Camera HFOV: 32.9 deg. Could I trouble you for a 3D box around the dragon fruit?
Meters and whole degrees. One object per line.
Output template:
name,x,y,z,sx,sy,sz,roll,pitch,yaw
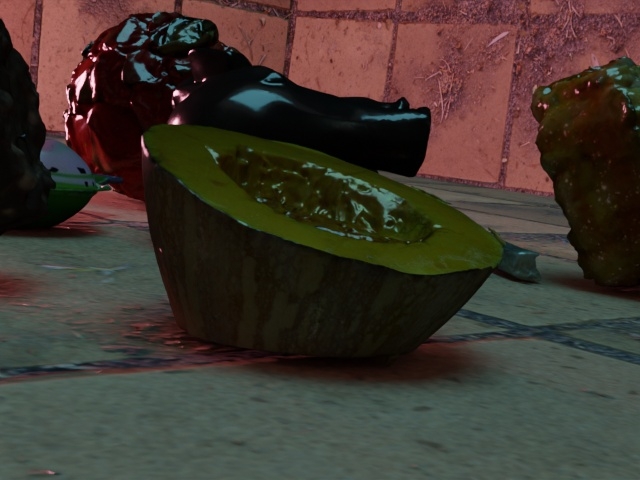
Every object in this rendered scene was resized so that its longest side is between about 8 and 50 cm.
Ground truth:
dragon fruit,-0.199,-0.162,1.365,0.244,0.244,0.299,1,-10,-43

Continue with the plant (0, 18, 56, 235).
plant,-0.307,-0.048,0.655,0.274,0.149,0.146,-11,-33,-10

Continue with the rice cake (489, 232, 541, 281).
rice cake,0.185,0.014,1.112,0.042,0.030,0.180,8,7,-11

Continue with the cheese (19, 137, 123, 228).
cheese,-0.289,-0.063,1.046,0.204,0.083,0.320,8,7,10

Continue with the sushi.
sushi,0.314,-0.049,1.067,0.139,0.274,0.184,-23,-18,38

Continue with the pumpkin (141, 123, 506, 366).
pumpkin,-0.011,0.013,0.630,0.217,0.110,0.217,19,10,-3

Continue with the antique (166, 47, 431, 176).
antique,-0.035,-0.083,1.059,0.255,0.185,0.322,8,10,-3
